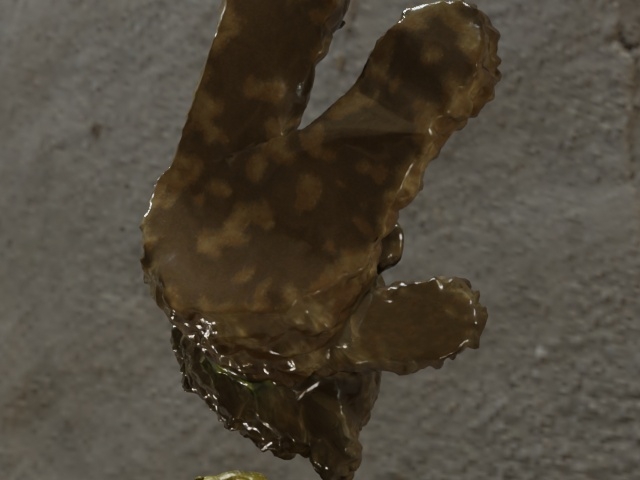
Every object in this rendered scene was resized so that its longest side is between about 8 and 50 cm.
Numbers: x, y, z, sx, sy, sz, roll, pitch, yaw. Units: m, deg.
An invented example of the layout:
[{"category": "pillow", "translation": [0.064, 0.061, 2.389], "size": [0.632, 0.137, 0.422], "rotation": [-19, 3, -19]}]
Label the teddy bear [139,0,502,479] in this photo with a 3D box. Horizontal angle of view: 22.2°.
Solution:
[{"category": "teddy bear", "translation": [0.005, -0.008, 1.011], "size": [0.246, 0.222, 0.296], "rotation": [29, 90, 24]}]

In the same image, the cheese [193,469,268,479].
[{"category": "cheese", "translation": [-0.034, 0.252, 1.113], "size": [0.250, 0.156, 0.064], "rotation": [-117, 31, -48]}]
